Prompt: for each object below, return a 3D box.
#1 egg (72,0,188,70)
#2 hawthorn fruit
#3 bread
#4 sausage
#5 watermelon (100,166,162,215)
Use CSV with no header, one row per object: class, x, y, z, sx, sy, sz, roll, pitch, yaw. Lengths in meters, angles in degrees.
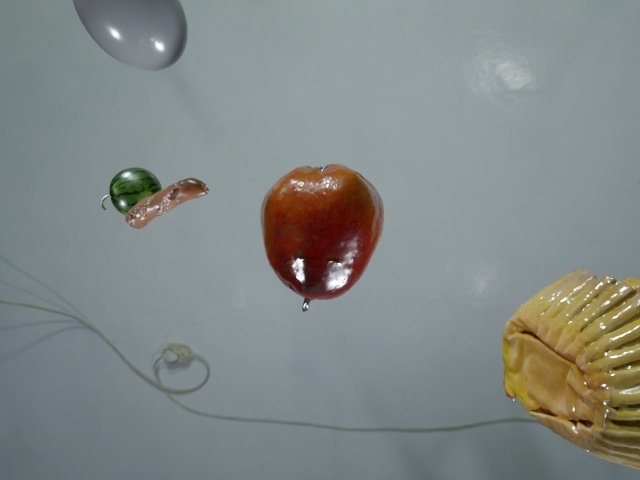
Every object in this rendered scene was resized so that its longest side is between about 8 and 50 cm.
egg,-0.296,-0.358,0.723,0.146,0.146,0.199,-35,102,7
hawthorn fruit,0.000,0.000,0.818,0.224,0.224,0.261,4,90,4
bread,0.371,0.173,0.625,0.149,0.274,0.274,-13,94,-14
sausage,-0.245,-0.060,0.737,0.157,0.042,0.036,-22,66,21
watermelon,-0.362,-0.093,0.904,0.108,0.109,0.109,0,95,5
